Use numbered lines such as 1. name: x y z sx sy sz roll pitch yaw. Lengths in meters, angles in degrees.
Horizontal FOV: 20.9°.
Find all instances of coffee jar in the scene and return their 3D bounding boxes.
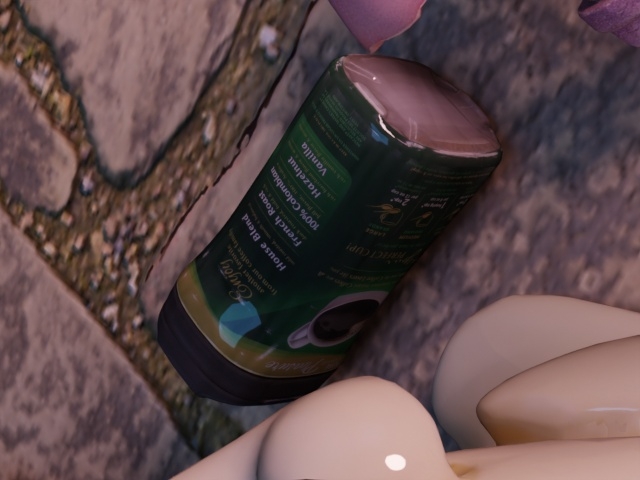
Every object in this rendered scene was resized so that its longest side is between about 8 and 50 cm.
1. coffee jar: 0.000 0.000 0.844 0.079 0.096 0.184 51 120 27

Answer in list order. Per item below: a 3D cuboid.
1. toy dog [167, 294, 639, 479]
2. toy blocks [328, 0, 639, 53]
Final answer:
1. toy dog: 0.073 0.189 0.604 0.395 0.408 0.284 7 97 37
2. toy blocks: 0.165 -0.204 0.663 0.260 0.309 0.288 45 137 -10
